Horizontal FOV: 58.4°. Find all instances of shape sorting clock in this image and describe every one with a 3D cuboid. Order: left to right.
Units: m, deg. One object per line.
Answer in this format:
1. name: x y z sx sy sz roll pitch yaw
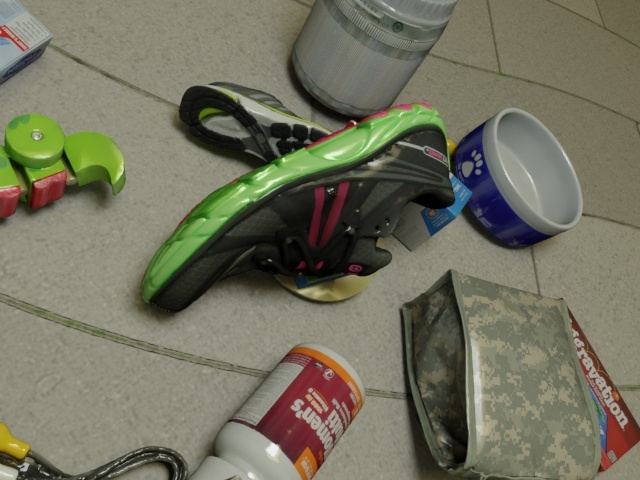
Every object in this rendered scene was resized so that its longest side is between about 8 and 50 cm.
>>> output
1. shape sorting clock: 0.000 0.000 0.908 0.206 0.040 0.206 11 60 -19

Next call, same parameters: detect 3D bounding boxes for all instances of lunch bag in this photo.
1. lunch bag: 0.263 0.219 0.849 0.235 0.169 0.286 15 52 -22

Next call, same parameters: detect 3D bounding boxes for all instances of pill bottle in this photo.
1. pill bottle: -0.049 0.237 0.693 0.121 0.121 0.221 45 51 0

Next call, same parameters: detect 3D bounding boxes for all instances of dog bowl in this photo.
1. dog bowl: 0.393 -0.123 1.134 0.265 0.104 0.264 18 57 -30

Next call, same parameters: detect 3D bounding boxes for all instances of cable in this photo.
1. cable: -0.278 0.255 0.583 0.287 0.072 0.139 16 53 -19

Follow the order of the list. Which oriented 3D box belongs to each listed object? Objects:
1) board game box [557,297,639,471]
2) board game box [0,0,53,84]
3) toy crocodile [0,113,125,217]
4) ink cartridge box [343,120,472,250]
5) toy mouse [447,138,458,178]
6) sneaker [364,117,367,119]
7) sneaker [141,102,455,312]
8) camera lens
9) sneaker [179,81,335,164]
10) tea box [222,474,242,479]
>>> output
1. board game box: 0.463 0.250 1.032 0.145 0.027 0.281 -15 71 -36
2. board game box: -0.565 -0.282 0.691 0.318 0.066 0.318 46 49 -18
3. toy crocodile: -0.404 -0.067 0.674 0.341 0.115 0.105 -19 74 -36
4. ink cartridge box: 0.124 -0.107 0.979 0.231 0.134 0.078 43 52 -2
5. toy mouse: 0.262 -0.143 1.144 0.161 0.031 0.143 26 54 -14
6. sneaker: 0.144 -0.161 1.079 0.089 0.051 0.170 -8 62 -32
7. sneaker: -0.008 -0.021 0.773 0.483 0.185 0.202 -27 97 -13
8. camera lens: 0.088 -0.375 1.019 0.220 0.274 0.219 14 53 -19
9. sneaker: -0.067 -0.182 0.925 0.300 0.111 0.121 26 34 -8
10. tea box: -0.117 0.443 0.472 0.324 0.220 0.329 -34 83 -37
